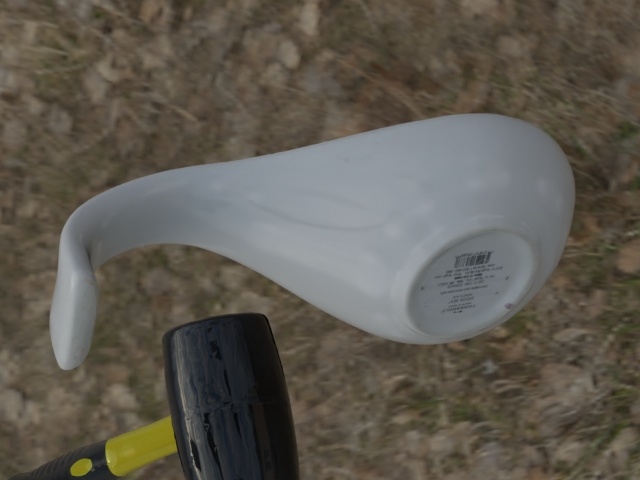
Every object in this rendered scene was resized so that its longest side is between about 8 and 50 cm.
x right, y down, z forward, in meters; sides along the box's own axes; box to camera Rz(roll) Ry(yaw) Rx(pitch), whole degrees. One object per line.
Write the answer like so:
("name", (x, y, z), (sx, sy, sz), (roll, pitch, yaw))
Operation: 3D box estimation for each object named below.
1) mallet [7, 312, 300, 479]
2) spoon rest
("mallet", (-0.066, 0.085, 0.608), (0.189, 0.039, 0.062), (-38, 63, 49))
("spoon rest", (0.000, 0.000, 0.815), (0.084, 0.276, 0.137), (58, 143, 42))
